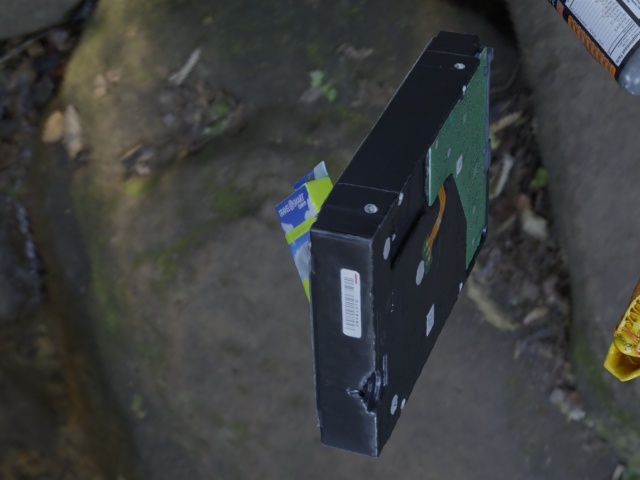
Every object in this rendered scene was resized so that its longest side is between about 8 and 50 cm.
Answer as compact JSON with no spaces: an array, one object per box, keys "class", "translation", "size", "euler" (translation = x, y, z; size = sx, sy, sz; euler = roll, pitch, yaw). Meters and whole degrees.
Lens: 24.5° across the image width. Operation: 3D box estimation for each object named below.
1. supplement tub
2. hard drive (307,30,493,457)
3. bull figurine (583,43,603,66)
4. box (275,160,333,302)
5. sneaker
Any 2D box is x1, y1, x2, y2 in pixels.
[{"class":"supplement tub","translation":[0.225,-0.183,1.034],"size":[0.190,0.117,0.117],"euler":[53,126,15]},{"class":"hard drive","translation":[0.077,-0.007,1.303],"size":[0.064,0.339,0.237],"euler":[12,129,19]},{"class":"bull figurine","translation":[0.380,-0.173,1.396],"size":[0.188,0.310,0.101],"euler":[46,126,43]},{"class":"box","translation":[0.000,0.000,1.874],"size":[0.109,0.042,0.178],"euler":[-34,75,62]},{"class":"sneaker","translation":[0.314,0.077,1.397],"size":[0.064,0.067,0.175],"euler":[40,148,28]}]
